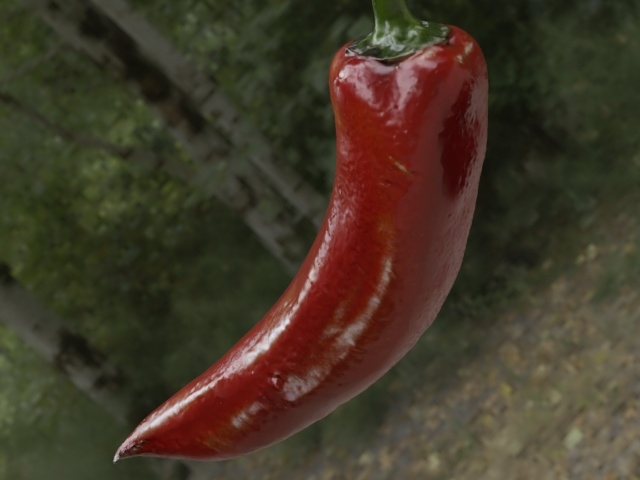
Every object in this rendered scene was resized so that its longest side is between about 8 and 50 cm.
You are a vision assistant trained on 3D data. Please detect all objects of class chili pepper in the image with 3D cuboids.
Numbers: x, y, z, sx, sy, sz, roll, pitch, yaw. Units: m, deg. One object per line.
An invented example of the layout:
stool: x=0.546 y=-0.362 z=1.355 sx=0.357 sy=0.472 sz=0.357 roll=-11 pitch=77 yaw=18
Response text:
chili pepper: x=0.005 y=0.006 z=0.872 sx=0.092 sy=0.137 sz=0.368 roll=-89 pitch=19 yaw=-61
